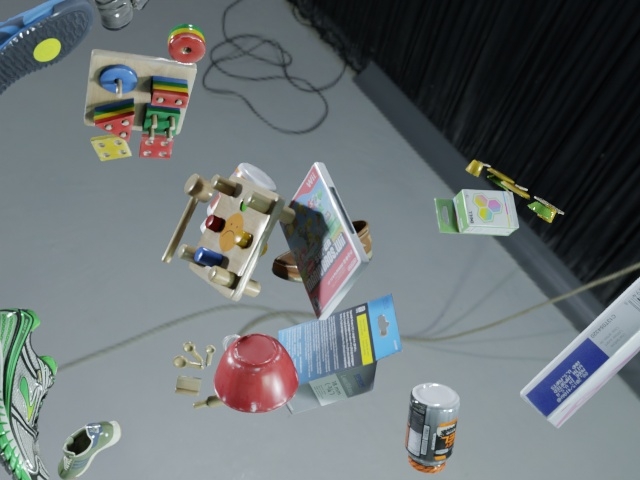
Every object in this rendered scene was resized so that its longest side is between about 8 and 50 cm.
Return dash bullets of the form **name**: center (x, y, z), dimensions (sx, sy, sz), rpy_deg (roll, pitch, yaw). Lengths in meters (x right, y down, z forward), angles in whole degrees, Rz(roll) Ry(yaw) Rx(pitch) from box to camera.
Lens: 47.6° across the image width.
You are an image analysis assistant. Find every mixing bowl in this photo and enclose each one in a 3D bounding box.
- **mixing bowl**: center (-0.135, 0.260, 1.520), dimensions (0.182, 0.098, 0.181), rpy_deg (2, 36, -1)

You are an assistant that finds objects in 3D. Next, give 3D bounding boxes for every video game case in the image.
- **video game case**: center (0.000, 0.000, 1.579), dimensions (0.025, 0.204, 0.285), rpy_deg (3, 48, -33)

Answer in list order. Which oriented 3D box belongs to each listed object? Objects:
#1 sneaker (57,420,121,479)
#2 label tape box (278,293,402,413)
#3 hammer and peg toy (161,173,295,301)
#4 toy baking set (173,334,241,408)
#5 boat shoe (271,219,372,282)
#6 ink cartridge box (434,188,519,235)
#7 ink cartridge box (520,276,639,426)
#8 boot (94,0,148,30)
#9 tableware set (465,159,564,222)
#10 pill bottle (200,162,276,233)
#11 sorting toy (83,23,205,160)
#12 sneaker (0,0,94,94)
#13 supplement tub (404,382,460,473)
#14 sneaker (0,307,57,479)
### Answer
- **sneaker**: center (-0.506, 0.433, 1.509), dimensions (0.086, 0.192, 0.064), rpy_deg (22, 33, -54)
- **label tape box**: center (0.058, 0.296, 1.906), dimensions (0.334, 0.105, 0.240), rpy_deg (-19, 32, 10)
- **hammer and peg toy**: center (-0.226, -0.020, 1.707), dimensions (0.127, 0.265, 0.361), rpy_deg (25, 0, -35)
- **toy baking set**: center (-0.241, 0.320, 1.768), dimensions (0.256, 0.196, 0.030), rpy_deg (-11, 27, 4)
- **boat shoe**: center (0.009, 0.016, 1.803), dimensions (0.123, 0.119, 0.324), rpy_deg (20, 25, 36)
- **ink cartridge box**: center (0.423, -0.077, 1.966), dimensions (0.210, 0.062, 0.108), rpy_deg (2, 66, -16)
- **ink cartridge box**: center (0.490, 0.183, 1.227), dimensions (0.324, 0.330, 0.071), rpy_deg (-46, 62, 4)
- **boot**: center (-0.420, -0.658, 1.647), dimensions (0.118, 0.222, 0.338), rpy_deg (37, 79, 17)
- **tableware set**: center (0.286, -0.073, 1.084), dimensions (0.154, 0.024, 0.104), rpy_deg (39, 18, 26)
- **pill bottle**: center (-0.225, -0.092, 1.949), dimensions (0.121, 0.216, 0.121), rpy_deg (35, 17, -12)
- **sorting toy**: center (-0.244, -0.177, 0.975), dimensions (0.133, 0.274, 0.046), rpy_deg (3, 57, -22)
- **sneaker**: center (-0.344, -0.209, 0.776), dimensions (0.209, 0.069, 0.082), rpy_deg (-37, 72, -3)
- **supplement tub**: center (0.262, 0.444, 1.717), dimensions (0.117, 0.190, 0.117), rpy_deg (3, 20, -1)
- **sneaker**: center (-0.547, 0.288, 1.338), dimensions (0.146, 0.134, 0.343), rpy_deg (-12, 90, -31)
